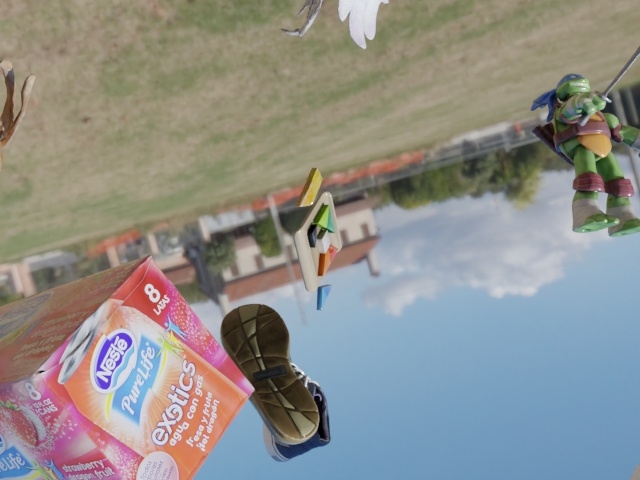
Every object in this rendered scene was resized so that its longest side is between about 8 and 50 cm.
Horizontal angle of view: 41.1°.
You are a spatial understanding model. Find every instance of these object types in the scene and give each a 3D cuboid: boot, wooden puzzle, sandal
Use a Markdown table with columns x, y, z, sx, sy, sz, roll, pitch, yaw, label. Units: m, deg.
| x | y | z | sx | sy | sz | roll | pitch | yaw | label |
| --- | --- | --- | --- | --- | --- | --- | --- | --- | --- |
| -0.035 | 0.193 | 1.140 | 0.086 | 0.190 | 0.069 | -26 | 152 | 30 | boot |
| 0.000 | 0.000 | 0.771 | 0.014 | 0.116 | 0.078 | 4 | -138 | 25 | wooden puzzle |
| -0.056 | 0.136 | 0.862 | 0.072 | 0.180 | 0.049 | -6 | 136 | -26 | sandal |

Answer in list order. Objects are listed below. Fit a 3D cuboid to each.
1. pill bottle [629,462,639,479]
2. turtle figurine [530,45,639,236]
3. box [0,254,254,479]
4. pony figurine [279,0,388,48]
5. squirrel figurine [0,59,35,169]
| x | y | z | sx | sy | sz | roll | pitch | yaw | label |
| --- | --- | --- | --- | --- | --- | --- | --- | --- | --- |
| 0.438 | 0.312 | 0.935 | 0.112 | 0.187 | 0.112 | -57 | 179 | -2 | pill bottle |
| 0.457 | -0.152 | 1.289 | 0.275 | 0.266 | 0.198 | -8 | 167 | 20 | turtle figurine |
| -0.193 | 0.116 | 0.607 | 0.257 | 0.128 | 0.122 | -17 | -155 | 39 | box |
| 0.031 | -0.391 | 0.833 | 0.351 | 0.363 | 0.303 | -57 | 178 | 20 | pony figurine |
| -0.330 | -0.112 | 0.417 | 0.281 | 0.370 | 0.397 | -4 | -159 | 21 | squirrel figurine |
